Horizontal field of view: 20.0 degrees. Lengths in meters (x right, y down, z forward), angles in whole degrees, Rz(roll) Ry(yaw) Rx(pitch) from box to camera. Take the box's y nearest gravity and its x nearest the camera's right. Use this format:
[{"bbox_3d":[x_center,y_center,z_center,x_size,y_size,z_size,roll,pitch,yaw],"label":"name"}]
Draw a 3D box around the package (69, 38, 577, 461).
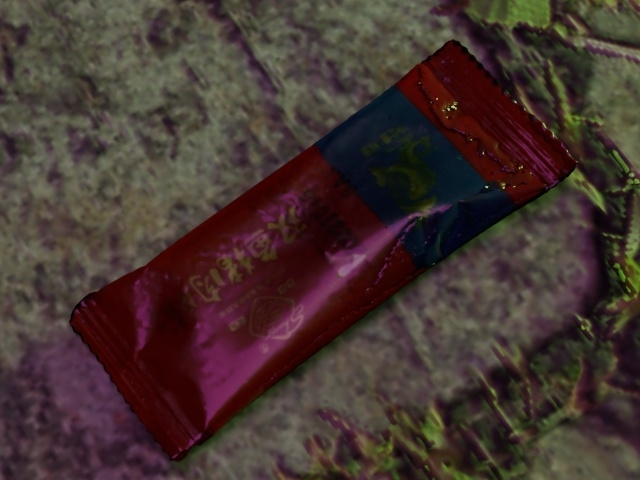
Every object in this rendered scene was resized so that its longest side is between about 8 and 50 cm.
[{"bbox_3d":[0.000,0.000,0.725,0.200,0.022,0.083,-36,65,-9],"label":"package"}]
